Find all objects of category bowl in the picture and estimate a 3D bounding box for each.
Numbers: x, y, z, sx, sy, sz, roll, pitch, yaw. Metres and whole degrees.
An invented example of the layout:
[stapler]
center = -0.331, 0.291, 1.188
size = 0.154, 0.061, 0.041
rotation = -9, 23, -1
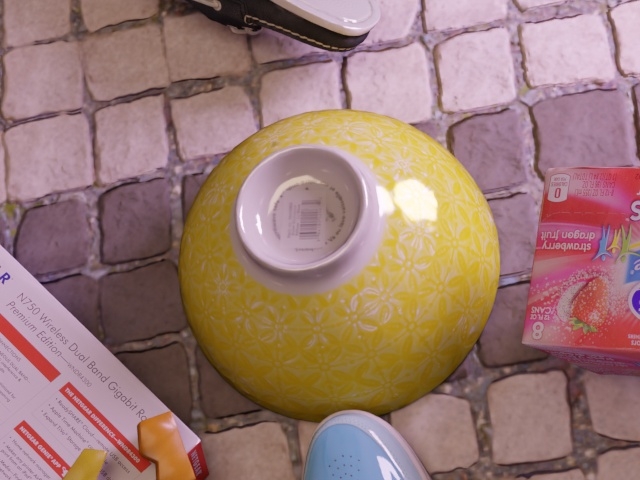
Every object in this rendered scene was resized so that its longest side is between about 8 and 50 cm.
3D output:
[bowl]
center = 0.000, 0.000, 1.618
size = 0.289, 0.156, 0.289
rotation = -5, 69, 12

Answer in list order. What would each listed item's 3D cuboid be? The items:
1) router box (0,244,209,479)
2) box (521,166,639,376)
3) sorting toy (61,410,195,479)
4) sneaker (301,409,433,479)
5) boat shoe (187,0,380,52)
[router box]
center = -0.318, 0.178, 1.627
size = 0.301, 0.082, 0.335
rotation = -40, 67, -18
[box]
center = 0.326, 0.033, 1.473
size = 0.300, 0.142, 0.154
rotation = 1, 76, 37
[sorting toy]
center = -0.137, 0.305, 1.515
size = 0.229, 0.041, 0.307
rotation = -19, 83, -17
[sneaker]
center = 0.034, 0.264, 1.478
size = 0.127, 0.208, 0.319
rotation = -16, 66, 9
[boat shoe]
center = -0.077, -0.247, 1.771
size = 0.302, 0.091, 0.114
rotation = 36, 37, 24
